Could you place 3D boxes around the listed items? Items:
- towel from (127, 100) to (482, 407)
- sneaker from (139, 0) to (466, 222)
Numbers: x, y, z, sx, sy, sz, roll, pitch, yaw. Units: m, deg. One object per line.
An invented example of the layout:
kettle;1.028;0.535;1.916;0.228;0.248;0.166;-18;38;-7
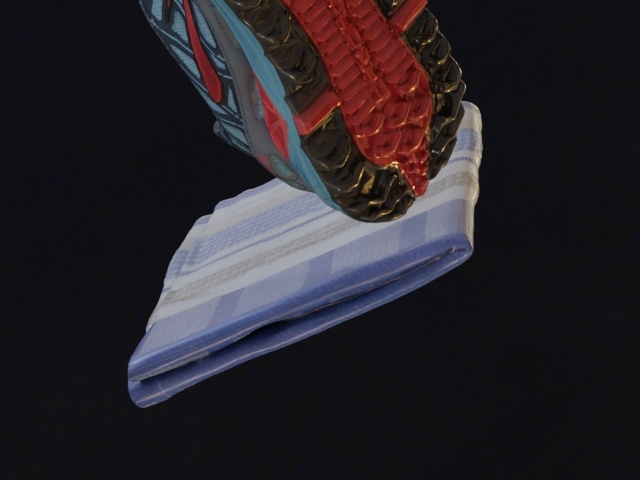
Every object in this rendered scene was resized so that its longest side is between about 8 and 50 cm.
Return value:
towel;0.000;0.000;1.046;0.034;0.209;0.285;63;-167;-14
sneaker;-0.041;-0.116;0.698;0.125;0.262;0.104;20;-127;40
